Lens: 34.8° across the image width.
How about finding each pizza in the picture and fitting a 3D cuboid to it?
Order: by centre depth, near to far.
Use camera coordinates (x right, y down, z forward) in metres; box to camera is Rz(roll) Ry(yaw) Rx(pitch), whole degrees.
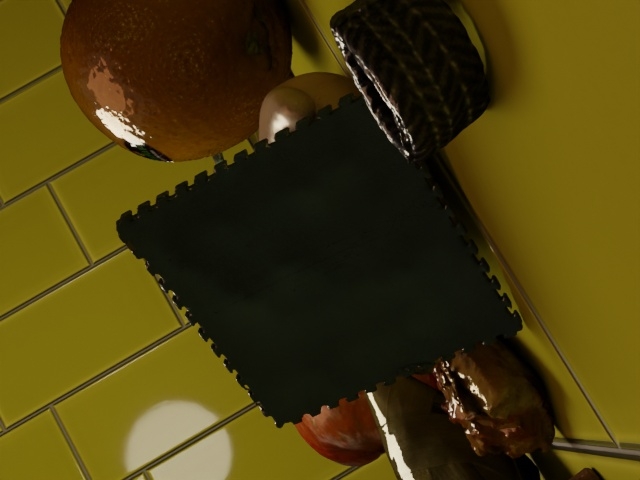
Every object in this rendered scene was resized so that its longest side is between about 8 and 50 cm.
[{"bbox_3d":[0.164,0.155,1.061,0.161,0.085,0.305,59,178,3],"label":"pizza"}]

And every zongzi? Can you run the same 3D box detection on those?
[{"bbox_3d":[0.128,0.258,1.164,0.300,0.145,0.274,44,-171,0],"label":"zongzi"}]

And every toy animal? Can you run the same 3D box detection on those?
[{"bbox_3d":[-0.009,0.013,0.984,0.278,0.246,0.345,54,172,-1],"label":"toy animal"}]

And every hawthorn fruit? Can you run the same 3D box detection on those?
[{"bbox_3d":[0.061,0.223,1.609,0.284,0.284,0.284,60,177,6],"label":"hawthorn fruit"}]

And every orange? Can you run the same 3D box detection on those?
[{"bbox_3d":[-0.162,-0.223,1.181,0.274,0.274,0.274,60,177,6],"label":"orange"}]

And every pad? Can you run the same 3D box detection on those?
[{"bbox_3d":[-0.001,0.030,0.877,0.269,0.269,0.012,57,-158,-24],"label":"pad"}]

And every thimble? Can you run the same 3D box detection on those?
[{"bbox_3d":[0.058,-0.100,0.618,0.104,0.066,0.095,59,179,-37],"label":"thimble"}]

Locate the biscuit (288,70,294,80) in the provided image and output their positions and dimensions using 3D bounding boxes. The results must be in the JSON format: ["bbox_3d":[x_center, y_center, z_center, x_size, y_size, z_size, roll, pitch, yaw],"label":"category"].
[{"bbox_3d":[-0.069,-0.264,1.472,0.130,0.019,0.119,59,176,28],"label":"biscuit"}]

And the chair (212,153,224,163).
[{"bbox_3d":[-0.164,-0.281,1.628,0.270,0.147,0.136,62,179,34],"label":"chair"}]

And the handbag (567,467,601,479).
[{"bbox_3d":[0.272,0.317,0.965,0.151,0.072,0.193,57,174,41],"label":"handbag"}]

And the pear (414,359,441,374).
[{"bbox_3d":[0.133,0.121,1.269,0.097,0.092,0.092,-43,73,44],"label":"pear"}]
